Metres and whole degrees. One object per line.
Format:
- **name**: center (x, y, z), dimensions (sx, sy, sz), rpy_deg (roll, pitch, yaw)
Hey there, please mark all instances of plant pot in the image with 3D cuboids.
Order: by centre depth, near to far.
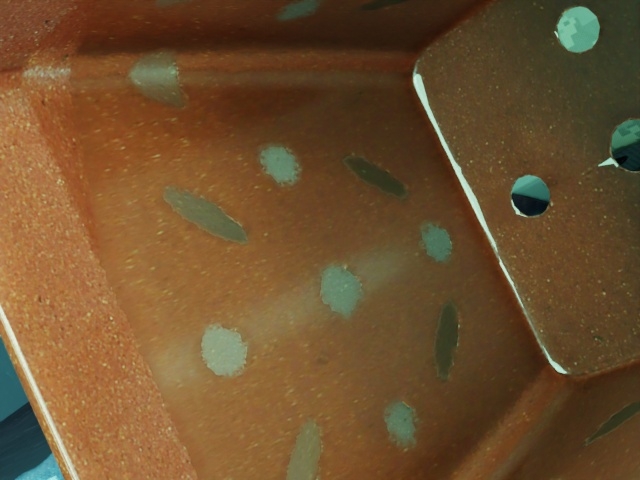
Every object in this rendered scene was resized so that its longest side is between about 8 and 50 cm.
- **plant pot**: center (0.063, -0.013, 0.332), dimensions (0.267, 0.267, 0.236), rpy_deg (-28, -5, 40)

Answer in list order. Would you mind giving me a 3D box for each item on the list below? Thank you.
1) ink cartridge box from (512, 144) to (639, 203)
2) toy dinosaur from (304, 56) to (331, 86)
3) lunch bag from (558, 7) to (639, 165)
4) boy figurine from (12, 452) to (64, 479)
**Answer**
- **ink cartridge box**: center (0.245, -0.204, 0.891), dimensions (0.330, 0.071, 0.324), rpy_deg (-32, 46, 41)
- **toy dinosaur**: center (0.000, 0.000, 0.596), dimensions (0.218, 0.164, 0.322), rpy_deg (-8, -17, -5)
- **lunch bag**: center (0.196, -0.214, 0.621), dimensions (0.256, 0.305, 0.212), rpy_deg (-28, 6, 28)
- **boy figurine**: center (-0.108, 0.140, 0.727), dimensions (0.285, 0.092, 0.177), rpy_deg (-32, -23, -27)
